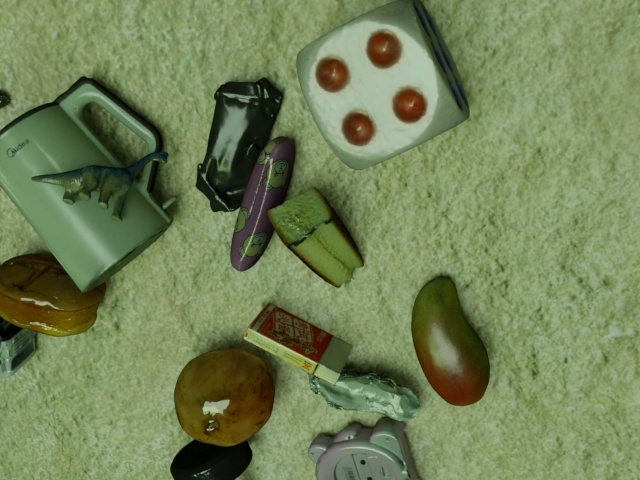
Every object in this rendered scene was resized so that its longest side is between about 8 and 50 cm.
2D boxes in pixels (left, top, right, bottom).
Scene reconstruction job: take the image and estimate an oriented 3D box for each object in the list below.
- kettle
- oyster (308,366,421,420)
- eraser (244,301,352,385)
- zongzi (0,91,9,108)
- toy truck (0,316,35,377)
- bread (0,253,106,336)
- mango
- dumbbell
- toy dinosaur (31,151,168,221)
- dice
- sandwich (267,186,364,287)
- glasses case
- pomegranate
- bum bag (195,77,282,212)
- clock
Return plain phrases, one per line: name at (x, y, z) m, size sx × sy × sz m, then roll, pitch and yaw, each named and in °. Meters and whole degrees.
kettle at (-0.508, -0.136, 1.674) m, size 0.361 × 0.250 × 0.377 m, roll -40°, pitch 93°, yaw 3°
oyster at (0.100, 0.355, 1.752) m, size 0.252 × 0.087 × 0.199 m, roll -11°, pitch 128°, yaw 36°
eraser at (-0.046, 0.232, 1.707) m, size 0.230 × 0.157 × 0.038 m, roll 27°, pitch 111°, yaw 4°
zongzi at (-0.793, -0.353, 1.757) m, size 0.104 × 0.052 × 0.113 m, roll -20°, pitch 90°, yaw 12°
toy truck at (-0.925, 0.248, 1.954) m, size 0.367 × 0.146 × 0.175 m, roll 8°, pitch 119°, yaw 15°
bread at (-0.658, 0.124, 1.812) m, size 0.269 × 0.195 × 0.143 m, roll 18°, pitch 119°, yaw 3°
mango at (0.278, 0.230, 1.643) m, size 0.146 × 0.129 × 0.289 m, roll -26°, pitch 92°, yaw 23°
dumbbell at (-0.221, 0.653, 1.879) m, size 0.203 × 0.204 × 0.322 m, roll -19°, pitch 103°, yaw 20°
toy dinosaur at (-0.460, -0.149, 1.571) m, size 0.247 × 0.188 × 0.075 m, roll 17°, pitch 149°, yaw -9°
dice at (0.123, -0.295, 1.431) m, size 0.251 × 0.243 × 0.259 m, roll -23°, pitch 100°, yaw 20°
sandwich at (0.000, 0.000, 1.621) m, size 0.122 × 0.128 × 0.236 m, roll -32°, pitch 143°, yaw 5°
glasses case at (-0.127, -0.077, 1.636) m, size 0.075 × 0.123 × 0.316 m, roll 24°, pitch 114°, yaw 11°
pomegranate at (-0.228, 0.365, 1.774) m, size 0.248 × 0.248 × 0.248 m, roll 5°, pitch 110°, yaw 13°
bum bag at (-0.190, -0.210, 1.634) m, size 0.142 × 0.080 × 0.326 m, roll 21°, pitch 110°, yaw -1°
clock at (0.107, 0.554, 1.822) m, size 0.247 × 0.090 × 0.228 m, roll -12°, pitch 105°, yaw 20°
